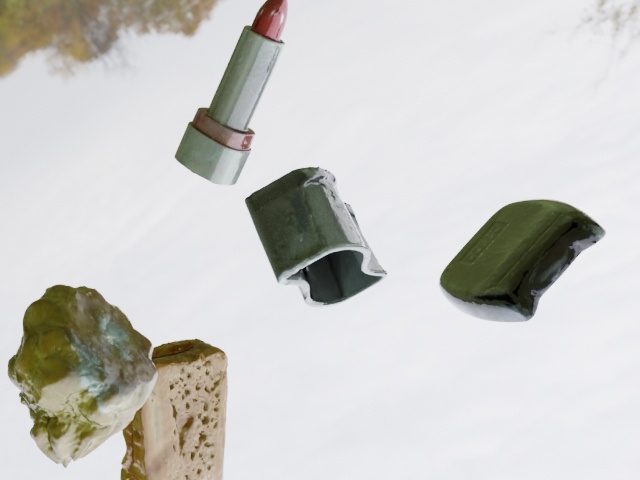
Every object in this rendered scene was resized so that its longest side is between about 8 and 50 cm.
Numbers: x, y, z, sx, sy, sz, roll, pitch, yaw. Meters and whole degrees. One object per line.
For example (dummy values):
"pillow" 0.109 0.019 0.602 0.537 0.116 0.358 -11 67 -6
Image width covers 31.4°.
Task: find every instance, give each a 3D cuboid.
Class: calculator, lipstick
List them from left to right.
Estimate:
"lipstick" -0.072 -0.148 1.080 0.057 0.063 0.186 -10 130 -64
"calculator" 0.228 0.019 1.366 0.177 0.040 0.268 -47 -168 -7

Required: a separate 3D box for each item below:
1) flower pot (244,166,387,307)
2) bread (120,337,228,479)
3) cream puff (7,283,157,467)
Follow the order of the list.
"flower pot" 0.000 0.000 1.326 0.103 0.108 0.229 -26 164 6
"bread" -0.179 0.252 1.336 0.139 0.271 0.077 -12 -157 -36
"cream puff" -0.223 0.122 1.026 0.116 0.146 0.146 -45 -165 19
